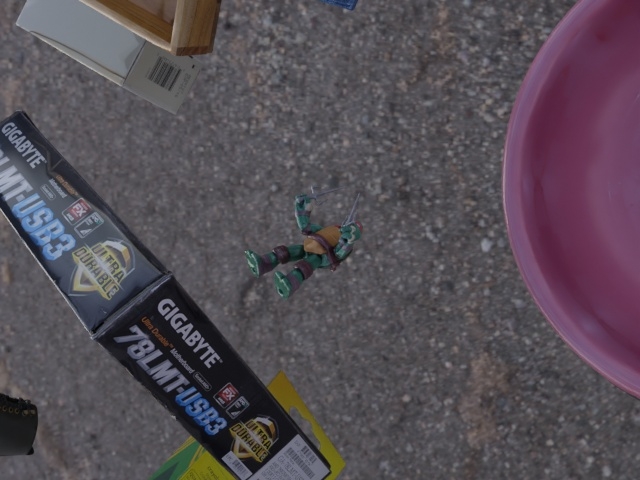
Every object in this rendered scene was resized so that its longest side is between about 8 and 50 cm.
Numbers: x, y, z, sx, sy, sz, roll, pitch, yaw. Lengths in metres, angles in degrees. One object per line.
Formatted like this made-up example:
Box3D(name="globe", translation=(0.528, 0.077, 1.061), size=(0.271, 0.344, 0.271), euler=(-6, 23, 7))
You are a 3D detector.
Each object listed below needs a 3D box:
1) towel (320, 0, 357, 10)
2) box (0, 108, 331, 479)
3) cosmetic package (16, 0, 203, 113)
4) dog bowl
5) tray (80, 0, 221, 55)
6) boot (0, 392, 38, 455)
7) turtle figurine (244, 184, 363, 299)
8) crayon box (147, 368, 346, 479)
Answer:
Box3D(name="towel", translation=(0.005, -0.390, 1.252), size=(0.029, 0.119, 0.067), euler=(-98, 26, -52))
Box3D(name="box", translation=(-0.145, 0.063, 0.699), size=(0.295, 0.073, 0.293), euler=(37, 162, 43))
Box3D(name="cosmetic package", translation=(-0.380, -0.355, 1.507), size=(0.309, 0.160, 0.113), euler=(31, 94, 30))
Box3D(name="dog bowl", translation=(0.314, -0.046, 0.608), size=(0.408, 0.150, 0.408), euler=(1, 92, 40))
Box3D(name="tray", translation=(-0.291, -0.432, 1.184), size=(0.411, 0.076, 0.202), euler=(33, 123, 30))
Box3D(name="boot", translation=(-0.391, 0.179, 0.992), size=(0.077, 0.137, 0.198), euler=(48, 123, 43))
Box3D(name="turtle figurine", translation=(0.000, 0.000, 1.401), size=(0.175, 0.234, 0.118), euler=(19, 137, 51))
Box3D(name="crayon box", translation=(-0.120, 0.363, 1.209), size=(0.081, 0.318, 0.202), euler=(-14, 113, 49))
